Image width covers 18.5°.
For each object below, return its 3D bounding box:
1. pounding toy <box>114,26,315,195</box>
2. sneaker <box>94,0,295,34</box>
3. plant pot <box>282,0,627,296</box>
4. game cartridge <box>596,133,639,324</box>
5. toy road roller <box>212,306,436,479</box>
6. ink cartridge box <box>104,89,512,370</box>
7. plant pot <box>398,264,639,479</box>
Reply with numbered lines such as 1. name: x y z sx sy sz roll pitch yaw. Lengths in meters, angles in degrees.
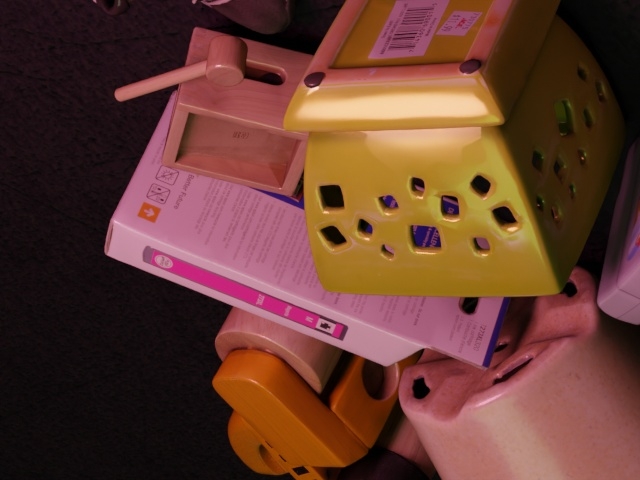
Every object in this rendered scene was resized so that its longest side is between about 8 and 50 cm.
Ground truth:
1. pounding toy: -0.086 -0.142 1.739 0.181 0.094 0.206 13 154 -6
2. sneaker: -0.132 -0.220 1.672 0.228 0.132 0.086 36 140 -17
3. plant pot: 0.105 -0.100 1.635 0.227 0.228 0.207 0 132 27
4. game cartridge: 0.309 -0.066 1.589 0.062 0.198 0.297 25 142 -3
5. toy road roller: -0.011 0.143 2.005 0.240 0.202 0.329 -2 139 44
6. ink cartridge box: 0.000 0.000 1.837 0.371 0.176 0.069 21 143 2
7. plant pot: 0.247 0.203 1.882 0.334 0.334 0.305 -18 116 40
